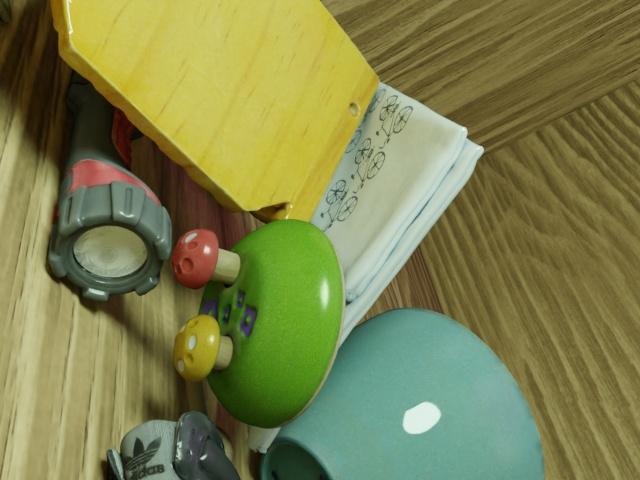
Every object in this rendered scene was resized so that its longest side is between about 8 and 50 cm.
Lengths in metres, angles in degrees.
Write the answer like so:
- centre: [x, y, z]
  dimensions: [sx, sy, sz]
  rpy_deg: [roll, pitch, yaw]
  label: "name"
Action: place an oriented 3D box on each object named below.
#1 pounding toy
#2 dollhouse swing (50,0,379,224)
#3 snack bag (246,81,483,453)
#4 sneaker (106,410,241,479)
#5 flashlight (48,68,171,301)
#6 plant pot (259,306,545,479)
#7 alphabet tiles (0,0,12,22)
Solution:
- centre: [-0.091, 0.078, 0.694]
  dimensions: [0.110, 0.237, 0.183]
  rpy_deg: [18, 34, -33]
  label: "pounding toy"
- centre: [-0.172, -0.205, 0.863]
  dimensions: [0.347, 0.305, 0.315]
  rpy_deg: [45, 58, -33]
  label: "dollhouse swing"
- centre: [0.000, 0.000, 0.828]
  dimensions: [0.037, 0.342, 0.323]
  rpy_deg: [31, 11, -21]
  label: "snack bag"
- centre: [-0.119, 0.195, 0.547]
  dimensions: [0.153, 0.101, 0.268]
  rpy_deg: [68, 8, 24]
  label: "sneaker"
- centre: [-0.195, -0.076, 0.785]
  dimensions: [0.304, 0.103, 0.103]
  rpy_deg: [-102, 180, -52]
  label: "flashlight"
- centre: [0.054, 0.234, 0.842]
  dimensions: [0.195, 0.290, 0.290]
  rpy_deg: [-15, 75, -40]
  label: "plant pot"
- centre: [-0.362, -0.383, 0.755]
  dimensions: [0.285, 0.011, 0.342]
  rpy_deg: [76, -4, -57]
  label: "alphabet tiles"
